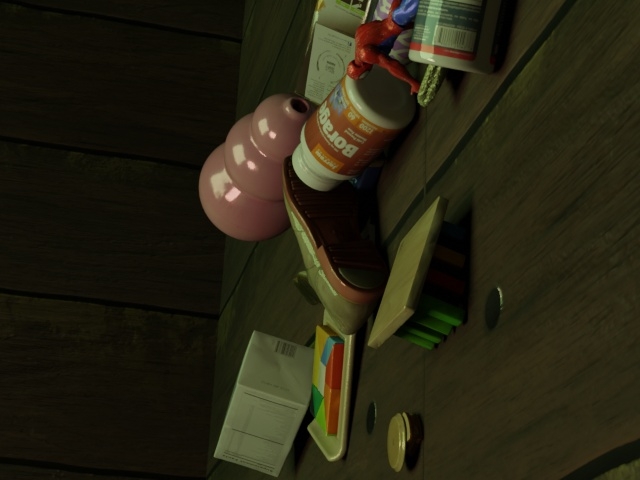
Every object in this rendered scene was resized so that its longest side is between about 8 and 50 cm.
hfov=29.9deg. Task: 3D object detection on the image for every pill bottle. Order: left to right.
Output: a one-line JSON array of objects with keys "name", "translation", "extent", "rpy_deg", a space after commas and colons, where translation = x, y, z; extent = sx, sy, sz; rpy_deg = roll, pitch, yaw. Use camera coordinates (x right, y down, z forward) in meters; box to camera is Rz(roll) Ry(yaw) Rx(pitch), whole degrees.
[{"name": "pill bottle", "translation": [0.045, -0.170, 1.852], "extent": [0.216, 0.121, 0.121], "rpy_deg": [-46, 35, 47]}, {"name": "pill bottle", "translation": [0.175, -0.299, 1.456], "extent": [0.108, 0.108, 0.180], "rpy_deg": [-131, 51, -75]}]

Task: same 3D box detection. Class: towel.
[{"name": "towel", "translation": [0.168, -0.258, 1.593], "extent": [0.110, 0.027, 0.148], "rpy_deg": [-62, -7, -54]}]

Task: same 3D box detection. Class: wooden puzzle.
[{"name": "wooden puzzle", "translation": [0.017, 0.229, 2.015], "extent": [0.221, 0.044, 0.239], "rpy_deg": [-149, 68, -78]}]

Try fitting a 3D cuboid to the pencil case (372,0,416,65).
[{"name": "pencil case", "translation": [0.130, -0.359, 1.787], "extent": [0.088, 0.086, 0.206], "rpy_deg": [-61, -8, -50]}]

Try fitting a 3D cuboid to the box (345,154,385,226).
[{"name": "box", "translation": [0.031, -0.084, 2.037], "extent": [0.136, 0.036, 0.225], "rpy_deg": [54, 137, 41]}]

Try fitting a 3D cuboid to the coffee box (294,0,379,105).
[{"name": "coffee box", "translation": [0.058, -0.342, 1.926], "extent": [0.141, 0.098, 0.247], "rpy_deg": [-31, -36, -51]}]

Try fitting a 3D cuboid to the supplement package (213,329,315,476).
[{"name": "supplement package", "translation": [-0.101, 0.307, 2.238], "extent": [0.244, 0.139, 0.134], "rpy_deg": [111, 177, -45]}]

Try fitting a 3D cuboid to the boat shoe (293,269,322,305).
[{"name": "boat shoe", "translation": [0.006, 0.067, 2.093], "extent": [0.073, 0.080, 0.223], "rpy_deg": [-43, 4, -11]}]

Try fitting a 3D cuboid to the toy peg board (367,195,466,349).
[{"name": "toy peg board", "translation": [0.139, 0.055, 1.522], "extent": [0.161, 0.079, 0.161], "rpy_deg": [125, 166, -64]}]

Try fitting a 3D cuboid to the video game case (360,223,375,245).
[{"name": "video game case", "translation": [0.067, 0.045, 1.952], "extent": [0.087, 0.011, 0.122], "rpy_deg": [131, 146, -57]}]

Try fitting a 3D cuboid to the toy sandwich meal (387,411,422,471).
[{"name": "toy sandwich meal", "translation": [0.111, 0.265, 1.586], "extent": [0.085, 0.029, 0.086], "rpy_deg": [-177, 90, -80]}]

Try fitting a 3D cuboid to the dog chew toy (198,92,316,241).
[{"name": "dog chew toy", "translation": [-0.098, -0.144, 2.215], "extent": [0.332, 0.206, 0.207], "rpy_deg": [125, 152, -49]}]

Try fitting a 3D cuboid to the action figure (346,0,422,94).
[{"name": "action figure", "translation": [0.149, -0.310, 1.678], "extent": [0.280, 0.139, 0.091], "rpy_deg": [-46, 28, 33]}]

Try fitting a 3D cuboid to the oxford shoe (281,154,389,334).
[{"name": "oxford shoe", "translation": [0.000, 0.000, 1.926], "extent": [0.348, 0.123, 0.130], "rpy_deg": [-110, 29, -43]}]
